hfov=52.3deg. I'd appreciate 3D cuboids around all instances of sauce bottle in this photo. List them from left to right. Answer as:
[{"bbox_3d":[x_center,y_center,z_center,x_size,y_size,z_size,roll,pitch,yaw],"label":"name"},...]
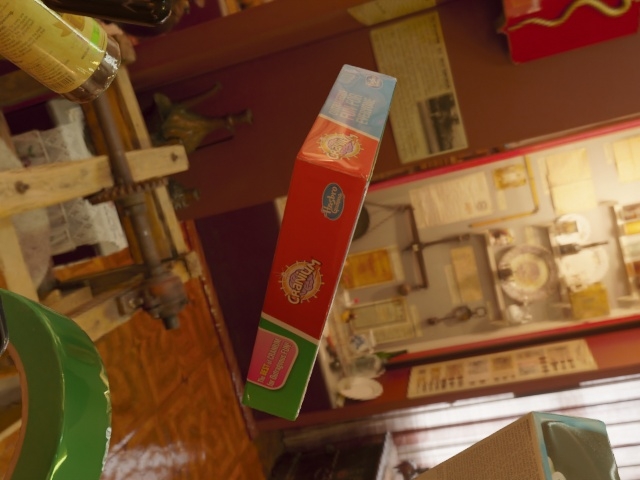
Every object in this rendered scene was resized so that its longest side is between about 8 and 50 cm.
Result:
[{"bbox_3d":[-0.386,-0.292,0.757,0.344,0.111,0.111,38,41,-55],"label":"sauce bottle"}]

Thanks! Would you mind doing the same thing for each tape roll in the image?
[{"bbox_3d":[-0.375,0.209,0.676,0.077,0.321,0.321,49,32,-59],"label":"tape roll"}]

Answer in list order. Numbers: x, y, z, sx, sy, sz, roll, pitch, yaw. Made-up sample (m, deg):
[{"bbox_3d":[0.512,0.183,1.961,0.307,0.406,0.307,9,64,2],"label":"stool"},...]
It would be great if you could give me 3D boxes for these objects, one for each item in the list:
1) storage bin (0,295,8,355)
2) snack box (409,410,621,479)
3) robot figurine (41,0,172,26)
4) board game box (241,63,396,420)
[{"bbox_3d":[-0.263,0.051,0.381,0.091,0.135,0.098,-170,-110,-66],"label":"storage bin"},{"bbox_3d":[0.115,0.281,0.359,0.187,0.060,0.321,125,-29,-48],"label":"snack box"},{"bbox_3d":[-0.165,-0.298,0.494,0.209,0.278,0.173,120,-23,-66],"label":"robot figurine"},{"bbox_3d":[0.000,0.000,0.713,0.242,0.064,0.316,-70,176,-55],"label":"board game box"}]
